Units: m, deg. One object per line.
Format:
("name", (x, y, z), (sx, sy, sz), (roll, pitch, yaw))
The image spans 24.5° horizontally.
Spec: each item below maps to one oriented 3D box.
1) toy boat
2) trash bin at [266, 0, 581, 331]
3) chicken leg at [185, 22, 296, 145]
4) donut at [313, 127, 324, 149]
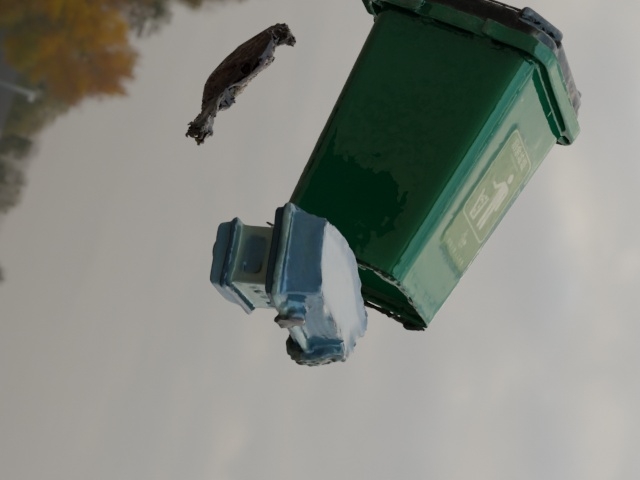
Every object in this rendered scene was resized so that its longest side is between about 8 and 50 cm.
("toy boat", (-0.023, 0.042, 1.197), (0.238, 0.098, 0.109), (58, 38, -68))
("trash bin", (0.112, -0.115, 1.815), (0.381, 0.295, 0.259), (-59, 152, -13))
("chicken leg", (-0.126, -0.229, 2.148), (0.106, 0.051, 0.253), (-11, -142, 52))
("donut", (0.027, -0.163, 2.437), (0.108, 0.043, 0.097), (-40, -150, 45))
